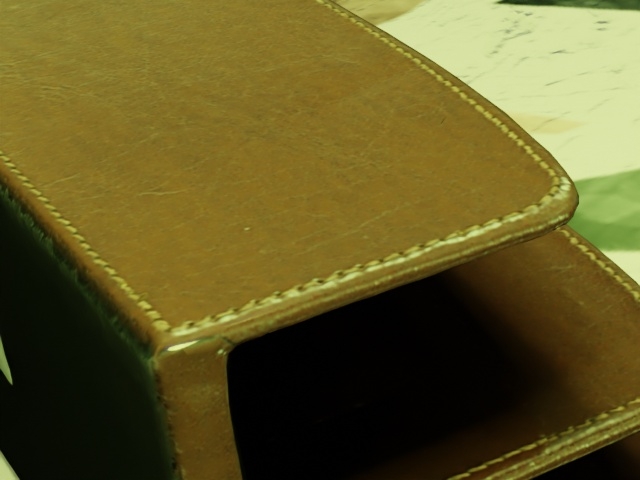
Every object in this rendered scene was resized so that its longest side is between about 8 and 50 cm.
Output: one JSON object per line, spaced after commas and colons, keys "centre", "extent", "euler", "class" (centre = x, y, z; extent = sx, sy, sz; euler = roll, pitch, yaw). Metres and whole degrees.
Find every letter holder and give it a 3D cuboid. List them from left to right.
{"centre": [0.000, 0.000, 0.595], "extent": [0.214, 0.152, 0.302], "euler": [-20, 30, -19], "class": "letter holder"}
